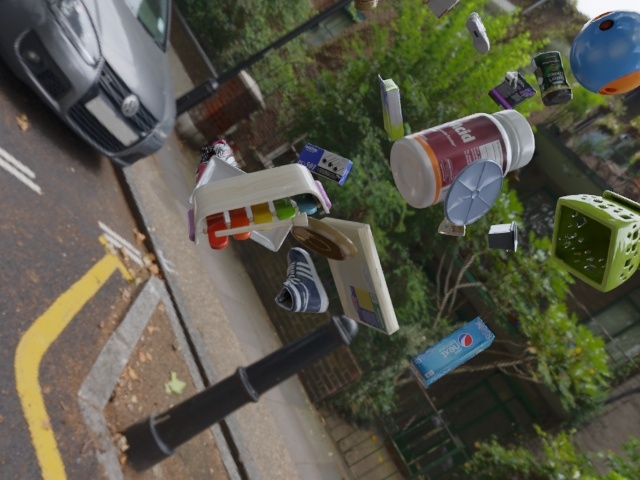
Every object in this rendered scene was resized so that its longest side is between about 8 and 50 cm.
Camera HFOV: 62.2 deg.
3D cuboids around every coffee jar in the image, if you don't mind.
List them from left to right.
[{"bbox_3d":[0.808,-0.561,1.853,0.079,0.096,0.184,107,-29,-76],"label":"coffee jar"}]

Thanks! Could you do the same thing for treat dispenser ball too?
[{"bbox_3d":[1.036,-0.660,1.868,0.288,0.288,0.288,58,1,-2],"label":"treat dispenser ball"}]

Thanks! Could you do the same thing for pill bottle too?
[{"bbox_3d":[0.436,-0.260,1.630,0.224,0.392,0.224,160,-90,-75],"label":"pill bottle"}]

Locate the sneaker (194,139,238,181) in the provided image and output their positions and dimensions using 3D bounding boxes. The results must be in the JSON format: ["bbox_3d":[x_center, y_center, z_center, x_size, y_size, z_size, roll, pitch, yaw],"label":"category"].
[{"bbox_3d":[-0.372,-0.271,1.822,0.299,0.121,0.112,-86,158,-73],"label":"sneaker"}]

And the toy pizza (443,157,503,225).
[{"bbox_3d":[0.406,-0.131,1.426,0.032,0.201,0.201,46,-7,46],"label":"toy pizza"}]

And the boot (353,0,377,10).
[{"bbox_3d":[0.129,-0.783,1.401,0.236,0.089,0.269,-87,175,-46],"label":"boot"}]

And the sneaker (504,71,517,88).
[{"bbox_3d":[0.674,-0.568,1.881,0.109,0.044,0.040,-67,163,-53],"label":"sneaker"}]

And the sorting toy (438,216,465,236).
[{"bbox_3d":[0.432,-0.055,1.718,0.045,0.083,0.075,12,88,-68],"label":"sorting toy"}]

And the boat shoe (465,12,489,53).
[{"bbox_3d":[0.355,-0.464,1.184,0.035,0.035,0.100,9,-25,46],"label":"boat shoe"}]

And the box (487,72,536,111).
[{"bbox_3d":[0.793,-0.610,2.193,0.116,0.162,0.029,55,-9,15],"label":"box"}]

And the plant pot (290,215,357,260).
[{"bbox_3d":[0.000,0.000,1.626,0.236,0.032,0.236,26,-19,10],"label":"plant pot"}]

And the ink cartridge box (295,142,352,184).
[{"bbox_3d":[0.013,-0.302,2.085,0.207,0.097,0.046,26,1,23],"label":"ink cartridge box"}]

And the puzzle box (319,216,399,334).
[{"bbox_3d":[0.128,0.122,1.891,0.272,0.052,0.408,14,-54,57],"label":"puzzle box"}]

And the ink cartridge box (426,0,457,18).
[{"bbox_3d":[0.453,-0.838,1.755,0.072,0.175,0.127,47,-14,-7],"label":"ink cartridge box"}]

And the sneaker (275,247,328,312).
[{"bbox_3d":[-0.093,0.131,1.801,0.282,0.153,0.099,61,-41,38],"label":"sneaker"}]

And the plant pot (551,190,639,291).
[{"bbox_3d":[0.856,-0.013,1.585,0.227,0.207,0.228,-130,-151,-56],"label":"plant pot"}]

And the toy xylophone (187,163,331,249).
[{"bbox_3d":[-0.138,-0.068,1.143,0.236,0.323,0.081,-99,-179,-51],"label":"toy xylophone"}]

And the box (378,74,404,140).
[{"bbox_3d":[0.214,-0.405,1.609,0.109,0.043,0.178,-102,179,-58],"label":"box"}]

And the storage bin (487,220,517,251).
[{"bbox_3d":[0.644,-0.008,1.875,0.135,0.091,0.098,-40,125,-60],"label":"storage bin"}]

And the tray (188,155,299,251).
[{"bbox_3d":[-0.198,-0.096,1.400,0.270,0.145,0.030,30,7,-5],"label":"tray"}]

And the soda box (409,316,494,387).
[{"bbox_3d":[0.331,0.282,1.339,0.067,0.210,0.071,56,-12,28],"label":"soda box"}]
